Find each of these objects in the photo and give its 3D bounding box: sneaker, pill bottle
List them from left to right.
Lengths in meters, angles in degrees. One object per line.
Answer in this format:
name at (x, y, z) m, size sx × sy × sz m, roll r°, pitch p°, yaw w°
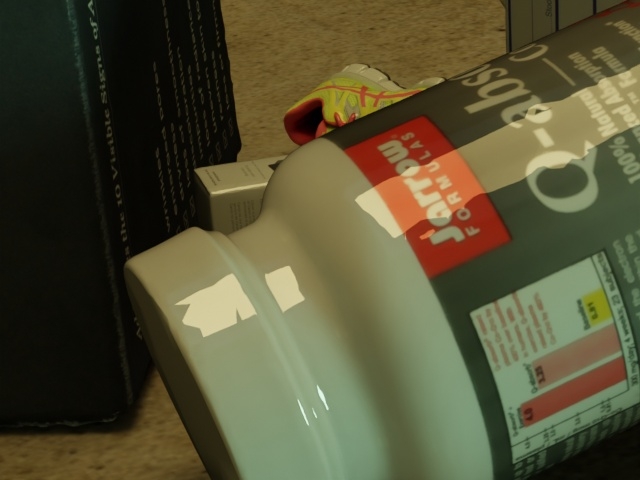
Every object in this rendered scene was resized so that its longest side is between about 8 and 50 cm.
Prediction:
sneaker at (0.046, -0.083, 1.499) m, size 0.094 × 0.081 × 0.208 m, roll -25°, pitch 22°, yaw -27°
pill bottle at (0.097, 0.016, 0.998) m, size 0.363 × 0.210 × 0.210 m, roll -25°, pitch 26°, yaw -11°

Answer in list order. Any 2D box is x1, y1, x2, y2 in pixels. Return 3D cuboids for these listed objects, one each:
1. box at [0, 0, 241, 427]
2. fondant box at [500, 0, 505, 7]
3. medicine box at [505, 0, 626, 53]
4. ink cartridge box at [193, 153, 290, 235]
box at (-0.248, -0.188, 1.264) m, size 0.297 × 0.480 × 0.472 m, roll -4°, pitch 21°, yaw 6°
fondant box at (0.330, -0.199, 1.538) m, size 0.330 × 0.096 × 0.238 m, roll 5°, pitch -12°, yaw 21°
medicine box at (0.267, -0.085, 1.195) m, size 0.149 × 0.263 × 0.289 m, roll -22°, pitch 28°, yaw -39°
ink cartridge box at (0.000, 0.000, 1.242) m, size 0.150 × 0.109 × 0.063 m, roll -9°, pitch 19°, yaw -11°
